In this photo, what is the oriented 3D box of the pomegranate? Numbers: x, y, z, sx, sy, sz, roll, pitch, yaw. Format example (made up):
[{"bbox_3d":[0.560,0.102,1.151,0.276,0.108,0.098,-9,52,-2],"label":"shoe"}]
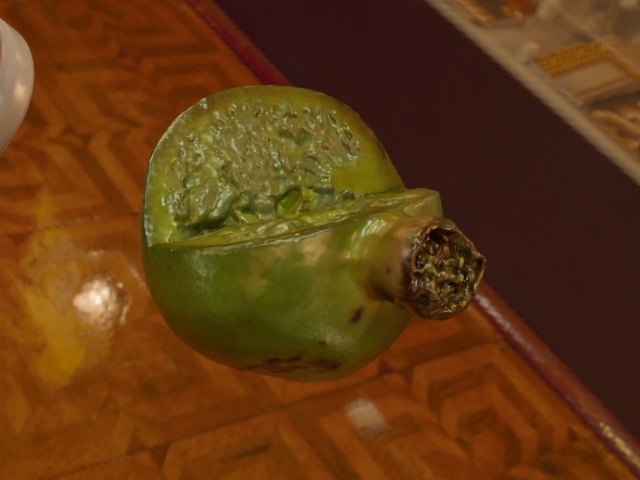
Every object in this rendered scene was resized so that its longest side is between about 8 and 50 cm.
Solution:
[{"bbox_3d":[-0.004,0.011,0.522,0.169,0.122,0.143,34,35,33],"label":"pomegranate"}]

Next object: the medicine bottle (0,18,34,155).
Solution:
[{"bbox_3d":[-0.287,-0.129,0.615,0.133,0.133,0.249,55,8,37],"label":"medicine bottle"}]
